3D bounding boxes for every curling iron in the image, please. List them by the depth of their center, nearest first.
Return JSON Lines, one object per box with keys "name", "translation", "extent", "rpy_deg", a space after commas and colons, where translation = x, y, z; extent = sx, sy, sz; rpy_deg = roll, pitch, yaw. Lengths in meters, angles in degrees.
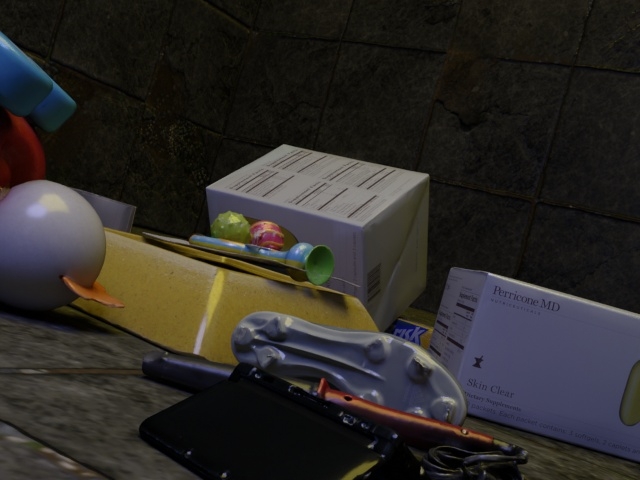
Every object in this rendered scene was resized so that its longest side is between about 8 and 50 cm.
{"name": "curling iron", "translation": [0.007, 0.113, 0.518], "extent": [0.273, 0.035, 0.068], "rpy_deg": [16, -1, 15]}

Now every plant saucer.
{"name": "plant saucer", "translation": [-0.119, 0.060, 0.876], "extent": [0.332, 0.081, 0.332], "rpy_deg": [16, 0, 38]}

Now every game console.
{"name": "game console", "translation": [-0.015, 0.118, 0.416], "extent": [0.122, 0.071, 0.107], "rpy_deg": [16, -30, 42]}

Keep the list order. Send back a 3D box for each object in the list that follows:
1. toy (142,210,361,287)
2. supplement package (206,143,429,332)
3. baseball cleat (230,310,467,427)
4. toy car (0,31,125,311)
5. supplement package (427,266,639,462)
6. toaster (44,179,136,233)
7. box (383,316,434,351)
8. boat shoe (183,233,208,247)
{"name": "toy", "translation": [-0.077, 0.001, 0.888], "extent": [0.237, 0.056, 0.136], "rpy_deg": [15, -3, 45]}
{"name": "supplement package", "translation": [0.000, 0.000, 1.165], "extent": [0.262, 0.199, 0.198], "rpy_deg": [15, 33, 30]}
{"name": "baseball cleat", "translation": [0.030, 0.103, 0.633], "extent": [0.205, 0.072, 0.109], "rpy_deg": [19, -5, 27]}
{"name": "toy car", "translation": [-0.266, -0.016, 0.693], "extent": [0.238, 0.219, 0.210], "rpy_deg": [45, -5, -6]}
{"name": "supplement package", "translation": [0.268, 0.134, 0.872], "extent": [0.261, 0.145, 0.204], "rpy_deg": [15, -1, -1]}
{"name": "toaster", "translation": [-0.340, -0.017, 0.997], "extent": [0.168, 0.110, 0.185], "rpy_deg": [16, 0, 43]}
{"name": "box", "translation": [0.152, 0.152, 1.148], "extent": [0.168, 0.054, 0.059], "rpy_deg": [14, -2, 40]}
{"name": "boat shoe", "translation": [-0.213, 0.047, 1.627], "extent": [0.073, 0.080, 0.223], "rpy_deg": [23, 0, -39]}
